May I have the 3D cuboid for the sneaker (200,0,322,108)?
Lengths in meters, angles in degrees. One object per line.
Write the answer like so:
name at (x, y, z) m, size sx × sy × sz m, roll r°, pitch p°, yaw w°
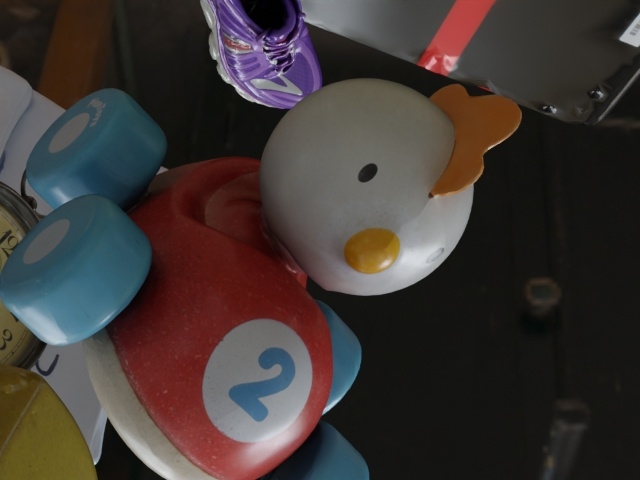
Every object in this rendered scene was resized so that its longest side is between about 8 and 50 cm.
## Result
sneaker at (-0.037, -0.136, 1.055) m, size 0.068 × 0.071 × 0.170 m, roll -41°, pitch 143°, yaw -6°

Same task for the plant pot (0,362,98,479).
plant pot at (-0.096, 0.070, 0.372) m, size 0.081 × 0.081 × 0.083 m, roll 12°, pitch 120°, yaw 5°

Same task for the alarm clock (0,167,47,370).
alarm clock at (-0.208, 0.015, 0.957) m, size 0.064 × 0.192 × 0.129 m, roll -3°, pitch 126°, yaw 43°

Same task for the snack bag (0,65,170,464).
snack bag at (-0.272, -0.016, 1.265) m, size 0.342 × 0.323 × 0.037 m, roll 33°, pitch 135°, yaw -21°

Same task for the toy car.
toy car at (0.000, 0.000, 0.838) m, size 0.238 × 0.210 × 0.219 m, roll -33°, pitch 118°, yaw 19°

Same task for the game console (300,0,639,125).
game console at (0.141, -0.250, 1.277) m, size 0.342 × 0.060 × 0.386 m, roll 19°, pitch 151°, yaw -7°
